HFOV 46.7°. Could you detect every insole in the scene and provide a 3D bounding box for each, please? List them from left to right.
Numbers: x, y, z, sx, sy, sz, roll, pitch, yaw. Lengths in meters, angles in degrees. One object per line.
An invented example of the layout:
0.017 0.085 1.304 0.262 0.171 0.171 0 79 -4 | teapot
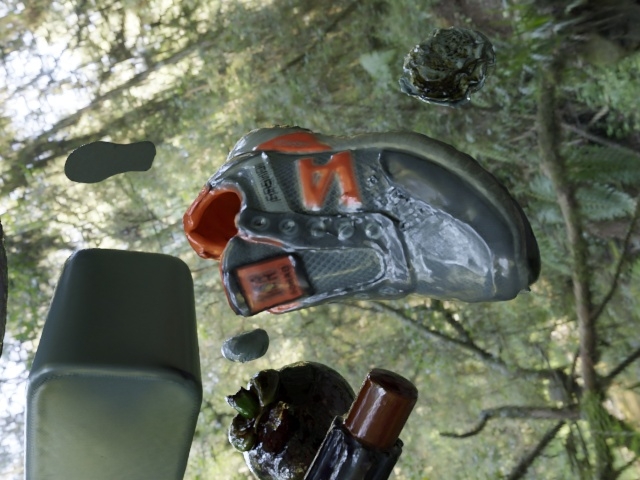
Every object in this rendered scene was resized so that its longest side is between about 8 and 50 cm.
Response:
-0.327 -0.128 1.169 0.197 0.004 0.065 -23 -56 -57 | insole

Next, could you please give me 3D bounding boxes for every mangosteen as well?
-0.041 0.292 1.215 0.216 0.216 0.216 -18 -90 -86 | mangosteen

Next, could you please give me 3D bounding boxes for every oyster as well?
0.165 -0.226 0.960 0.064 0.124 0.177 88 -154 -45 | oyster

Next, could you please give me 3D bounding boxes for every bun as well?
-0.114 0.164 1.139 0.083 0.083 0.045 45 -153 -81 | bun

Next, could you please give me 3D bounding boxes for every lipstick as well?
0.001 0.247 0.648 0.081 0.081 0.300 -90 24 -76 | lipstick

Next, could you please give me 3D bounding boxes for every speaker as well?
-0.253 0.205 0.898 0.184 0.183 0.406 -98 21 -46 | speaker

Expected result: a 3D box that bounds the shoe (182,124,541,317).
0.000 0.000 0.606 0.336 0.171 0.132 17 137 41 | shoe

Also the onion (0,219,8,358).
-0.447 0.027 0.833 0.250 0.111 0.248 84 179 -70 | onion
